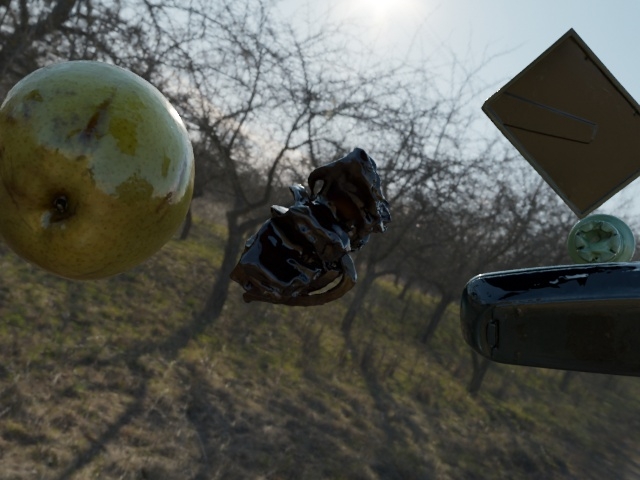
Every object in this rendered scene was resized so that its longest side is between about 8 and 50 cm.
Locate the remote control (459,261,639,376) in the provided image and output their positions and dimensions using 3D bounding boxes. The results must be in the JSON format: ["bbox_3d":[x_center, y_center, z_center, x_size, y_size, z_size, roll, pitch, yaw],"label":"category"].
[{"bbox_3d":[0.198,0.050,0.375,0.221,0.072,0.042,0,21,14],"label":"remote control"}]

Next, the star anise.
[{"bbox_3d":[0.000,0.000,0.700,0.126,0.190,0.220,42,-17,6],"label":"star anise"}]

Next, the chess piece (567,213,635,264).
[{"bbox_3d":[0.287,0.003,0.637,0.067,0.067,0.103,22,8,26],"label":"chess piece"}]

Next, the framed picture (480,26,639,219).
[{"bbox_3d":[0.418,-0.187,1.010,0.260,0.189,0.023,50,16,4],"label":"framed picture"}]

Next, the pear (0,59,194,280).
[{"bbox_3d":[-0.326,-0.101,0.877,0.314,0.315,0.314,22,0,0],"label":"pear"}]
